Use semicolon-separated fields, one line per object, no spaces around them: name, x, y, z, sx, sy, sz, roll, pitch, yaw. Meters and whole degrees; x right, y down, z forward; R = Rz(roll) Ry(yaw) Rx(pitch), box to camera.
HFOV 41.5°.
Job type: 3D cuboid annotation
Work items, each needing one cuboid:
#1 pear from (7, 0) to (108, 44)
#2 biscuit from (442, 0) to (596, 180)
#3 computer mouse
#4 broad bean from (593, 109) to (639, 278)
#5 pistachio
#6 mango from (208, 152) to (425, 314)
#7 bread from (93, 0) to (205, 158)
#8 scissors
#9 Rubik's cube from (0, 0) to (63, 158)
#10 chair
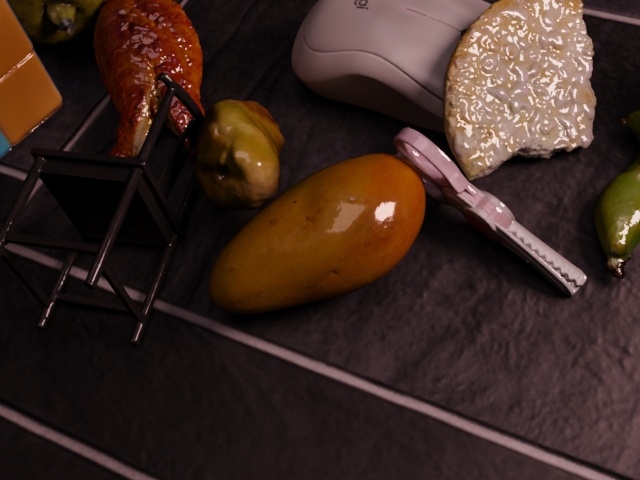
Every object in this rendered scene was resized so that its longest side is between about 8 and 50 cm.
pear;-0.394;-0.418;1.145;0.287;0.287;0.375;-24;69;-7
biscuit;0.229;-0.170;0.940;0.188;0.040;0.265;42;72;-11
computer mouse;0.106;-0.238;1.014;0.297;0.121;0.184;20;60;23
broad bean;0.330;-0.053;0.888;0.070;0.048;0.213;14;59;18
pistachio;-0.094;-0.092;0.936;0.100;0.110;0.189;25;22;-17
mango;0.000;0.000;0.869;0.253;0.113;0.138;-31;51;-6
bread;-0.219;-0.217;1.072;0.139;0.095;0.269;-17;58;7
scissors;0.172;-0.029;0.880;0.242;0.118;0.030;41;83;16
Rubik's cube;-0.549;-0.226;1.015;0.290;0.291;0.291;31;67;26
chair;-0.227;-0.040;0.916;0.141;0.154;0.260;7;59;14
